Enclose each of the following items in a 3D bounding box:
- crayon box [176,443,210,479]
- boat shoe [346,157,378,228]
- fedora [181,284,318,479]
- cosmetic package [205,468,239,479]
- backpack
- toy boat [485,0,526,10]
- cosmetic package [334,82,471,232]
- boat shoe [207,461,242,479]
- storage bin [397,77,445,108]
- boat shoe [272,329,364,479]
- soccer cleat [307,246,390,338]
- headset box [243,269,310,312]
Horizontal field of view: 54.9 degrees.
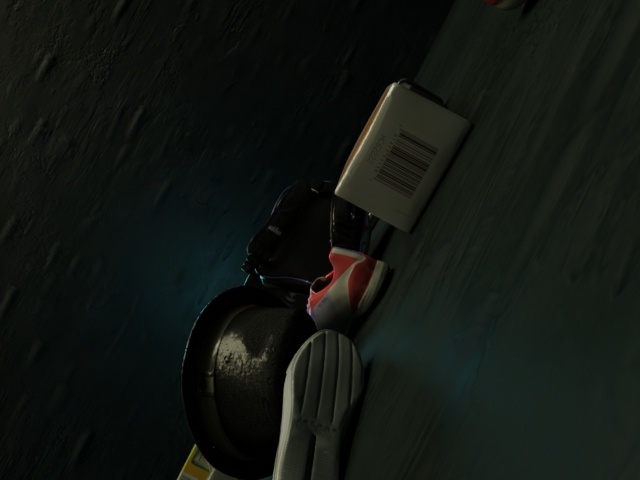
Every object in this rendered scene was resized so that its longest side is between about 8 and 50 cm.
[{"bbox_3d":[-0.260,0.582,1.567,0.081,0.165,0.278,-61,2,31],"label":"crayon box"},{"bbox_3d":[0.134,-0.172,1.757,0.500,0.156,0.187,-63,4,25],"label":"boat shoe"},{"bbox_3d":[-0.077,0.234,1.053,0.152,0.334,0.334,-15,36,39],"label":"fedora"},{"bbox_3d":[-0.191,0.538,1.055,0.107,0.127,0.238,-59,6,49],"label":"cosmetic package"},{"bbox_3d":[0.000,0.000,1.388,0.213,0.276,0.263,75,-152,-68],"label":"backpack"},{"bbox_3d":[0.354,-0.536,1.095,0.231,0.151,0.151,-62,2,16],"label":"toy boat"},{"bbox_3d":[0.160,-0.192,1.293,0.230,0.161,0.453,-62,2,13],"label":"cosmetic package"},{"bbox_3d":[-0.094,0.370,1.270,0.116,0.123,0.324,-11,31,42],"label":"boat shoe"},{"bbox_3d":[0.243,-0.335,1.539,0.098,0.135,0.091,-60,9,13],"label":"storage bin"},{"bbox_3d":[-0.016,0.246,0.820,0.302,0.109,0.094,-70,5,-53],"label":"boat shoe"},{"bbox_3d":[0.018,0.134,1.183,0.318,0.116,0.109,-60,3,42],"label":"soccer cleat"},{"bbox_3d":[-0.043,0.077,1.635,0.283,0.246,0.131,-60,2,25],"label":"headset box"}]
